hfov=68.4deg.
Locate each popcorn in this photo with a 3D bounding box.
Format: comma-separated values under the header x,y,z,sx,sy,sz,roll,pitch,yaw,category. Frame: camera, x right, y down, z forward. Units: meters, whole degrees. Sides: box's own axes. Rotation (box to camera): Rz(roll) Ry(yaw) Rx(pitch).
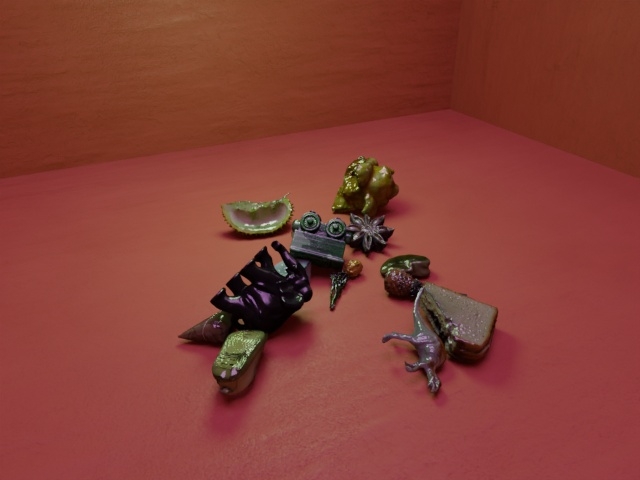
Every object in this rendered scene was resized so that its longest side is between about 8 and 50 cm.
x,y,z,sx,sy,sz,roll,pitch,yaw,category
0.137,0.116,1.947,0.082,0.083,0.057,-46,38,-9,popcorn
0.239,-0.248,2.406,0.290,0.321,0.326,5,44,-23,popcorn

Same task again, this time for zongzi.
x,y,z,sx,sy,sz,roll,pitch,yaw,category
-0.391,0.291,1.680,0.178,0.081,0.189,-4,23,15,zongzi

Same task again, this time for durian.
x,y,z,sx,sy,sz,roll,pitch,yaw,category
-0.296,-0.118,2.272,0.351,0.169,0.158,-7,30,-12,durian

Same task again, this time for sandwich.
x,y,z,sx,sy,sz,roll,pitch,yaw,category
0.445,0.272,1.604,0.288,0.100,0.254,22,41,23,sandwich

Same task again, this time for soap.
x,y,z,sx,sy,sz,roll,pitch,yaw,category
-0.129,0.155,1.877,0.145,0.091,0.230,7,32,15,soap

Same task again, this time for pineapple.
x,y,z,sx,sy,sz,roll,pitch,yaw,category
0.343,0.178,1.811,0.197,0.108,0.108,20,36,21,pineapple

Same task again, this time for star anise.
x,y,z,sx,sy,sz,roll,pitch,yaw,category
0.216,-0.026,2.161,0.223,0.109,0.236,18,49,21,star anise

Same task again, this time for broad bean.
x,y,z,sx,sy,sz,roll,pitch,yaw,category
0.352,0.103,1.962,0.206,0.072,0.153,1,18,7,broad bean

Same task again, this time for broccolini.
x,y,z,sx,sy,sz,roll,pitch,yaw,category
0.060,0.203,1.849,0.074,0.058,0.201,-5,43,23,broccolini

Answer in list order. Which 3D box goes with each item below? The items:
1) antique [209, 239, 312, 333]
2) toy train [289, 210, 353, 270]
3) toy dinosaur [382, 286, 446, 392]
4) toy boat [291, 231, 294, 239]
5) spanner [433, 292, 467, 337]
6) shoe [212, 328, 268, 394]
x,y,z,sx,sy,sz,roll,pitch,yaw,category
-0.189,0.184,1.659,0.322,0.255,0.185,-47,3,-7,antique
0.000,0.000,1.976,0.266,0.145,0.202,13,72,3,toy train
0.316,0.318,1.551,0.205,0.092,0.393,9,40,15,toy dinosaur
-0.043,0.016,2.109,0.099,0.108,0.293,15,19,-44,toy boat
0.461,0.278,1.702,0.093,0.026,0.325,22,39,31,spanner
-0.259,0.371,1.476,0.140,0.128,0.262,12,22,8,shoe
